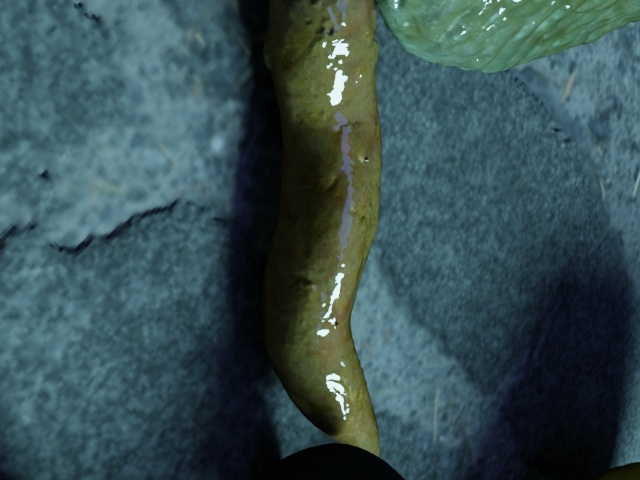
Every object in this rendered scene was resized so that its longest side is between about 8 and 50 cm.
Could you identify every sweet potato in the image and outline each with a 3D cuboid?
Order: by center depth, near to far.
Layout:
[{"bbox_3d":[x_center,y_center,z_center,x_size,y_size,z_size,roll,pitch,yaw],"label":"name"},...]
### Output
[{"bbox_3d":[0.000,0.000,0.480,0.067,0.059,0.281,-23,119,-55],"label":"sweet potato"}]

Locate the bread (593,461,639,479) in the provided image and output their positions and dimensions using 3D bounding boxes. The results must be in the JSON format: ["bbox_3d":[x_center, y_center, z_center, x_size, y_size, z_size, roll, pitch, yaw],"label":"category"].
[{"bbox_3d":[0.262,0.327,0.619,0.204,0.337,0.358,26,79,-34],"label":"bread"}]

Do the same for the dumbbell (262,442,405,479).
[{"bbox_3d":[-0.043,0.186,0.440,0.325,0.143,0.143,-7,107,-39],"label":"dumbbell"}]

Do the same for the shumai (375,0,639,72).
[{"bbox_3d":[0.126,-0.226,0.484,0.272,0.222,0.203,-20,71,-19],"label":"shumai"}]
